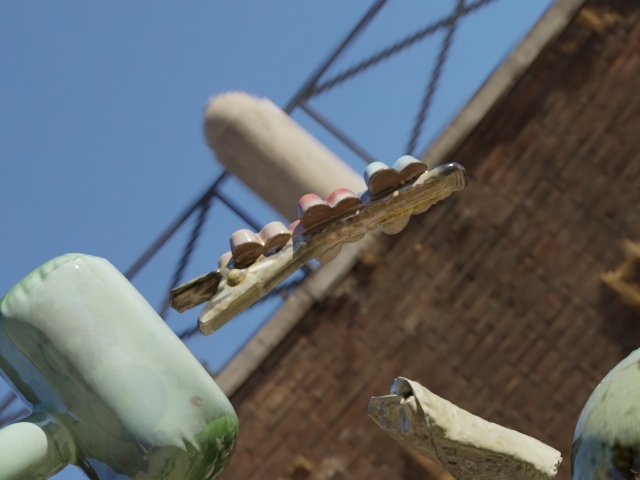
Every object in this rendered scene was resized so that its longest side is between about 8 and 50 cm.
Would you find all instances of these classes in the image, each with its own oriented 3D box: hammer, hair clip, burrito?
[{"bbox_3d":[-0.226,0.154,1.153,0.335,0.206,0.119,-32,-20,-35],"label":"hammer"},{"bbox_3d":[-0.004,-0.004,1.110,0.214,0.056,0.062,-31,-42,-14],"label":"hair clip"},{"bbox_3d":[0.146,0.199,1.607,0.087,0.226,0.060,-37,34,43],"label":"burrito"}]

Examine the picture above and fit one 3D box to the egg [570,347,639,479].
[{"bbox_3d":[0.388,0.201,1.399,0.379,0.287,0.287,1,-44,-20],"label":"egg"}]
